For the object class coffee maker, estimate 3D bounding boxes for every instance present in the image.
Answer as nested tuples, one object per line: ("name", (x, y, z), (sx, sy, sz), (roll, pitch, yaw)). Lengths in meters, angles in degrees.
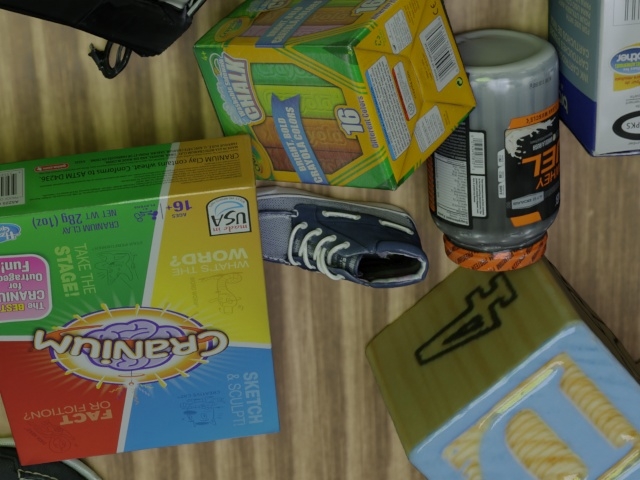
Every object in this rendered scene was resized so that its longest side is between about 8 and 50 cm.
("coffee maker", (-0.191, -0.209, 1.315), (0.178, 0.120, 0.171), (13, 115, -39))

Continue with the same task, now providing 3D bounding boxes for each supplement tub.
("supplement tub", (0.149, -0.077, 1.468), (0.117, 0.117, 0.190), (-8, 117, -6))

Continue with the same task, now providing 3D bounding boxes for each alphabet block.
("alphabet block", (0.182, 0.142, 1.533), (0.193, 0.197, 0.192), (-38, 115, 8))

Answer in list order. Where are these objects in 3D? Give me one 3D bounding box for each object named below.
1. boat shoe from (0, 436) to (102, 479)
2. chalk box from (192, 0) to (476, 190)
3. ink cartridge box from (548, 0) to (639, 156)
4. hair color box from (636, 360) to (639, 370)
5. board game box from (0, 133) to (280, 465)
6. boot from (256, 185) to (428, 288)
("boat shoe", (-0.334, 0.230, 1.538), (0.302, 0.091, 0.114), (15, 112, -16))
("chalk box", (-0.007, -0.133, 1.381), (0.132, 0.213, 0.132), (-46, 127, -38))
("ink cartridge box", (0.334, -0.227, 1.412), (0.270, 0.151, 0.396), (-6, 114, -7))
("hair color box", (0.433, 0.118, 1.573), (0.339, 0.185, 0.110), (-39, 114, 8))
("board game box", (-0.163, 0.058, 1.440), (0.242, 0.064, 0.317), (-7, 136, -3))
("boot", (0.000, 0.000, 1.494), (0.190, 0.086, 0.069), (0, 115, -11))
